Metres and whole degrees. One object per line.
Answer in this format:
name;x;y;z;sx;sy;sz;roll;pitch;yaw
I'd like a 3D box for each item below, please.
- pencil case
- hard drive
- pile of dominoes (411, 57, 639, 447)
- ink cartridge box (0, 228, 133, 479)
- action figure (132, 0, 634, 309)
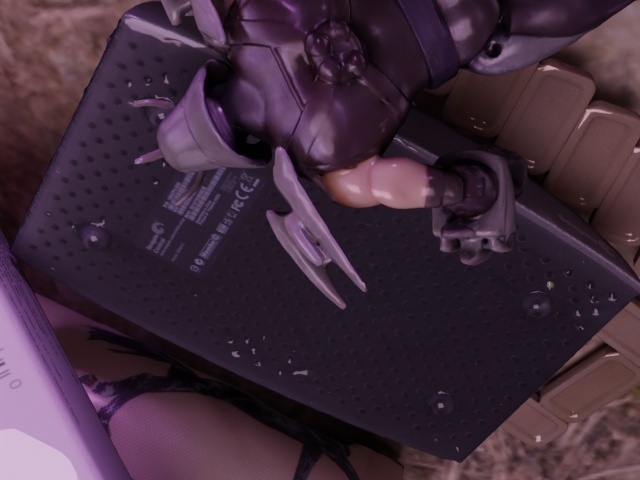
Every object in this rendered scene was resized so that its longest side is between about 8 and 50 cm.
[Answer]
pencil case;-0.145;0.138;0.681;0.410;0.160;0.184;25;94;-3
hard drive;0.000;0.000;0.566;0.254;0.054;0.172;26;130;-12
pile of dominoes;0.089;-0.011;0.607;0.251;0.040;0.196;34;127;-20
ink cartridge box;-0.210;0.149;0.570;0.238;0.060;0.275;-27;94;1
action figure;0.057;-0.090;0.451;0.285;0.099;0.185;-27;100;5
